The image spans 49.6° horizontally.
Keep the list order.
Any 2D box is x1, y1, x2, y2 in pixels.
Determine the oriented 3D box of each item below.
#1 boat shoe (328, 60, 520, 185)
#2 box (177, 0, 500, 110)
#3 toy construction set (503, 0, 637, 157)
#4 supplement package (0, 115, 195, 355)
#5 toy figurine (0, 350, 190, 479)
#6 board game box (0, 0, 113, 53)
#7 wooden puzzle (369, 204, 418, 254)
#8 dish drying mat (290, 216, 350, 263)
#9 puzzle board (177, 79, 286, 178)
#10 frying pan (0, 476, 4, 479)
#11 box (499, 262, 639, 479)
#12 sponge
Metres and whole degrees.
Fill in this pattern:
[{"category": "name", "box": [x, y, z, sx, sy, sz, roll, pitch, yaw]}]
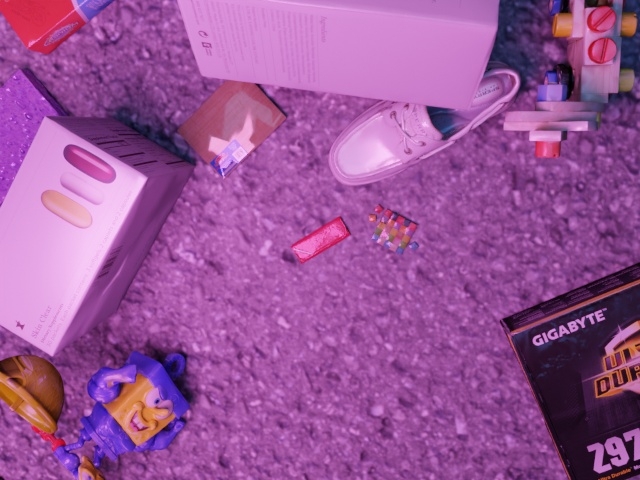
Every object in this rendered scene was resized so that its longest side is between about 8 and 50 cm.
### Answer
[{"category": "boat shoe", "box": [0.132, -0.159, 0.913, 0.277, 0.096, 0.098, -29, 95, 9]}, {"category": "box", "box": [0.031, -0.308, 0.824, 0.345, 0.168, 0.215, 9, 69, 4]}, {"category": "toy construction set", "box": [0.323, -0.253, 0.820, 0.151, 0.215, 0.328, 15, 100, 3]}, {"category": "supplement package", "box": [-0.315, -0.017, 0.923, 0.145, 0.204, 0.262, 31, 101, 0]}, {"category": "toy figurine", "box": [-0.298, 0.213, 0.981, 0.217, 0.191, 0.363, -42, 131, -25]}, {"category": "board game box", "box": [-0.383, -0.455, 0.929, 0.242, 0.064, 0.317, -34, 95, 10]}, {"category": "wooden puzzle", "box": [0.104, -0.012, 0.986, 0.083, 0.006, 0.049, 27, 100, 0]}, {"category": "dish drying mat", "box": [0.000, 0.000, 0.996, 0.083, 0.008, 0.032, -31, 94, 9]}, {"category": "puzzle board", "box": [-0.126, -0.164, 0.981, 0.128, 0.011, 0.096, -43, 94, 11]}, {"category": "frying pan", "box": [-0.645, 0.329, 1.093, 0.197, 0.053, 0.326, -31, 92, 10]}, {"category": "box", "box": [0.448, 0.170, 0.949, 0.321, 0.079, 0.257, -23, 98, 8]}, {"category": "sponge", "box": [-0.462, -0.133, 1.006, 0.210, 0.031, 0.117, -41, 93, 11]}]
